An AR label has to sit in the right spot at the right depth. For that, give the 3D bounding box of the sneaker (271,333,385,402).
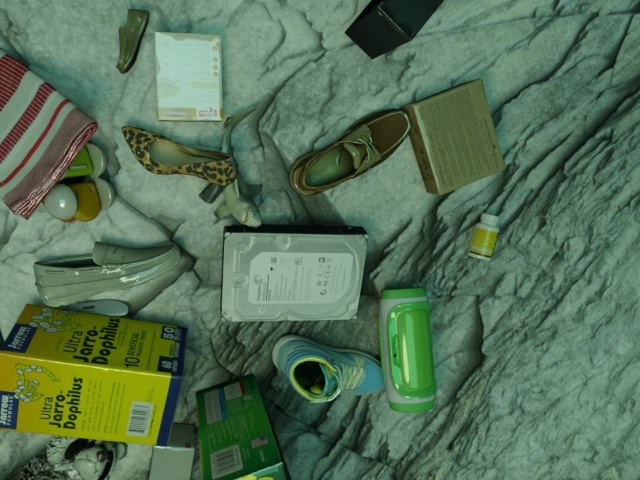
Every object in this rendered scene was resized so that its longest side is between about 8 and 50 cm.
[{"bbox_3d":[0.045,0.336,1.399,0.318,0.208,0.127,16,94,-16],"label":"sneaker"}]

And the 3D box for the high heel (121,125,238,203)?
[{"bbox_3d":[-0.299,-0.198,1.241,0.261,0.186,0.093,36,57,-12],"label":"high heel"}]

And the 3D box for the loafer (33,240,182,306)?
[{"bbox_3d":[-0.472,0.054,1.287,0.319,0.112,0.112,-16,110,-9],"label":"loafer"}]

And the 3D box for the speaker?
[{"bbox_3d":[0.216,0.268,1.445,0.131,0.131,0.297,-3,87,-12],"label":"speaker"}]

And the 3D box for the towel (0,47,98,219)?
[{"bbox_3d":[-0.620,-0.224,1.157,0.329,0.037,0.237,37,89,19],"label":"towel"}]

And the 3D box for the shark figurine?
[{"bbox_3d":[-0.181,-0.155,1.345,0.116,0.166,0.279,-6,82,-37],"label":"shark figurine"}]

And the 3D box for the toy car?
[{"bbox_3d":[-0.543,-0.125,1.239,0.136,0.159,0.182,-6,99,26],"label":"toy car"}]

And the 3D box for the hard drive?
[{"bbox_3d":[-0.065,0.079,1.379,0.338,0.064,0.237,2,113,-13],"label":"hard drive"}]

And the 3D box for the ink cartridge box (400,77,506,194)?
[{"bbox_3d":[0.329,-0.255,1.433,0.193,0.088,0.235,-21,102,-10],"label":"ink cartridge box"}]

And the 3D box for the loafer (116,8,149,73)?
[{"bbox_3d":[-0.416,-0.434,1.255,0.050,0.056,0.148,20,84,-14],"label":"loafer"}]

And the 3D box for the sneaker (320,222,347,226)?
[{"bbox_3d":[0.000,0.000,1.421,0.152,0.054,0.061,-19,114,-5],"label":"sneaker"}]

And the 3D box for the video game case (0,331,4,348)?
[{"bbox_3d":[-0.826,0.272,1.266,0.244,0.061,0.270,-12,101,-10],"label":"video game case"}]

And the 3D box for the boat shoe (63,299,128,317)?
[{"bbox_3d":[-0.516,0.168,1.332,0.142,0.049,0.040,0,129,-14],"label":"boat shoe"}]

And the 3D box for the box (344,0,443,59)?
[{"bbox_3d":[0.175,-0.515,1.267,0.103,0.261,0.184,42,89,-15],"label":"box"}]

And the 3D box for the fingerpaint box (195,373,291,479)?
[{"bbox_3d":[-0.141,0.558,1.268,0.163,0.445,0.371,-16,101,-11],"label":"fingerpaint box"}]

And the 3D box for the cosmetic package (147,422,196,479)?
[{"bbox_3d":[-0.364,0.573,1.385,0.107,0.127,0.238,6,96,-13],"label":"cosmetic package"}]

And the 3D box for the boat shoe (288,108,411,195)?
[{"bbox_3d":[0.079,-0.201,1.367,0.324,0.120,0.123,-34,105,-6],"label":"boat shoe"}]

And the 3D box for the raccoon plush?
[{"bbox_3d":[-0.670,0.548,1.324,0.446,0.299,0.216,-8,119,20],"label":"raccoon plush"}]

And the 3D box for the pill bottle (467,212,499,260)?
[{"bbox_3d":[0.427,-0.010,1.505,0.065,0.065,0.117,12,96,-14],"label":"pill bottle"}]

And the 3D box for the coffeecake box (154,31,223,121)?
[{"bbox_3d":[-0.292,-0.359,1.285,0.142,0.068,0.186,-2,99,-13],"label":"coffeecake box"}]

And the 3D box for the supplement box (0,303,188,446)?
[{"bbox_3d":[-0.486,0.291,1.255,0.356,0.194,0.195,11,112,-15],"label":"supplement box"}]

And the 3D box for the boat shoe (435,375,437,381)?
[{"bbox_3d":[0.264,0.332,1.529,0.042,0.049,0.133,-35,109,-14],"label":"boat shoe"}]
